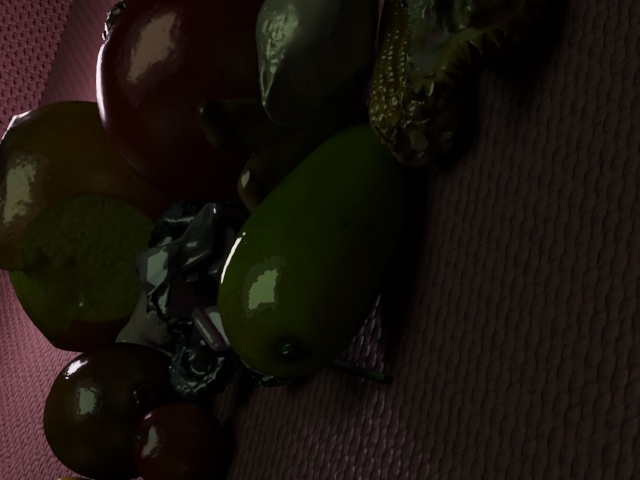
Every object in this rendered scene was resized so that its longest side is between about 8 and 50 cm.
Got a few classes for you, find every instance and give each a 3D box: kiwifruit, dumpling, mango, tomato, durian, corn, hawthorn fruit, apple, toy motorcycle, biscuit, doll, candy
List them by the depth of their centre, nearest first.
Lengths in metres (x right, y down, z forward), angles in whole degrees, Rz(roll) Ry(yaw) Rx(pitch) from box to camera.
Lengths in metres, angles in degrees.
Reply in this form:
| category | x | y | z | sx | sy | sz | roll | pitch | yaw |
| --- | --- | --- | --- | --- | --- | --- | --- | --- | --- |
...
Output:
| category | x | y | z | sx | sy | sz | roll | pitch | yaw |
| --- | --- | --- | --- | --- | --- | --- | --- | --- | --- |
| durian | 0.150 | -0.263 | 1.640 | 0.172 | 0.166 | 0.306 | -42 | 33 | 44 |
| mango | 0.000 | 0.000 | 1.725 | 0.192 | 0.156 | 0.343 | -11 | 40 | 43 |
| candy | -0.004 | 0.139 | 1.758 | 0.305 | 0.083 | 0.091 | 11 | 116 | 60 |
| corn | 0.108 | -0.206 | 1.770 | 0.106 | 0.106 | 0.305 | -50 | 24 | 38 |
| dumpling | 0.008 | -0.226 | 1.790 | 0.126 | 0.166 | 0.216 | -15 | 60 | 35 |
| biscuit | -0.033 | -0.134 | 1.836 | 0.208 | 0.164 | 0.047 | -34 | 12 | -28 |
| hawthorn fruit | -0.185 | 0.266 | 1.978 | 0.125 | 0.140 | 0.125 | -2 | -90 | -88 |
| tomato | -0.127 | -0.199 | 1.986 | 0.321 | 0.321 | 0.322 | -51 | 26 | 36 |
| toy motorcycle | -0.137 | 0.052 | 2.050 | 0.188 | 0.143 | 0.327 | -33 | 45 | 18 |
| kiwifruit | -0.271 | 0.231 | 2.117 | 0.234 | 0.196 | 0.196 | -29 | 42 | 55 |
| doll | -0.233 | 0.120 | 2.280 | 0.192 | 0.095 | 0.149 | -58 | 20 | 29 |
| apple | -0.372 | -0.028 | 2.425 | 0.374 | 0.374 | 0.384 | -18 | 51 | 64 |

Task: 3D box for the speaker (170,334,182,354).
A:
| category | x | y | z | sx | sy | sz | roll | pitch | yaw |
| --- | --- | --- | --- | --- | --- | --- | --- | --- | --- |
| speaker | -0.160 | 0.133 | 2.160 | 0.094 | 0.060 | 0.075 | -28 | 26 | 1 |

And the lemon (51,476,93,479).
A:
| category | x | y | z | sx | sy | sz | roll | pitch | yaw |
| --- | --- | --- | --- | --- | --- | --- | --- | --- | --- |
| lemon | -0.342 | 0.408 | 2.136 | 0.206 | 0.173 | 0.174 | 139 | 150 | -77 |
